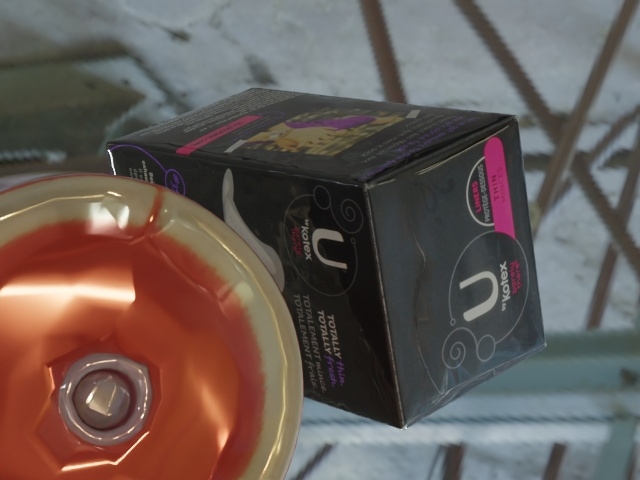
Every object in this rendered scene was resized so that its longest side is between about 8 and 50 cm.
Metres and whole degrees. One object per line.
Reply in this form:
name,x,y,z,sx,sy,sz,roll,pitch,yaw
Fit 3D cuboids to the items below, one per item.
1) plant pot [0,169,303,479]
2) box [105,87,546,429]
plant pot,-0.133,0.082,0.825,0.275,0.275,0.243,29,165,-12
box,0.000,0.000,1.078,0.270,0.143,0.165,13,120,47
